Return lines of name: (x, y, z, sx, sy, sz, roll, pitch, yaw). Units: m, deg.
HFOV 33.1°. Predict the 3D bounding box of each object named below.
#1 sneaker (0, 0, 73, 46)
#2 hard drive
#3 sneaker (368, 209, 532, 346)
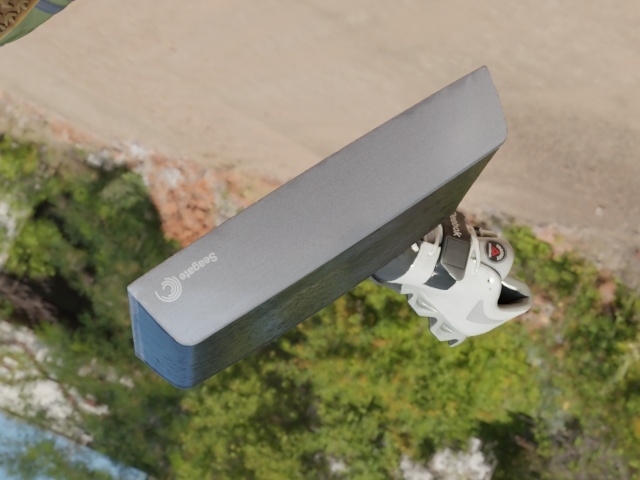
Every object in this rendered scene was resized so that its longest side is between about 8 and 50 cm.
sneaker: (-0.202, -0.199, 0.787, 0.064, 0.192, 0.086, 56, 158, -17)
hard drive: (0.000, 0.000, 0.679, 0.054, 0.255, 0.172, 54, 162, 11)
sneaker: (0.146, 0.010, 1.290, 0.146, 0.122, 0.330, -20, 143, 28)
